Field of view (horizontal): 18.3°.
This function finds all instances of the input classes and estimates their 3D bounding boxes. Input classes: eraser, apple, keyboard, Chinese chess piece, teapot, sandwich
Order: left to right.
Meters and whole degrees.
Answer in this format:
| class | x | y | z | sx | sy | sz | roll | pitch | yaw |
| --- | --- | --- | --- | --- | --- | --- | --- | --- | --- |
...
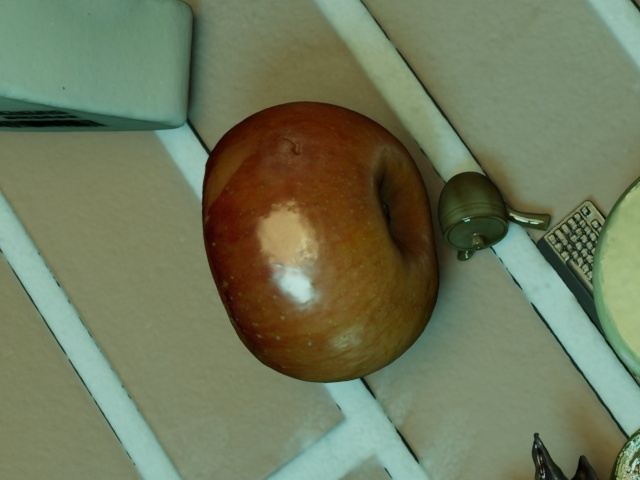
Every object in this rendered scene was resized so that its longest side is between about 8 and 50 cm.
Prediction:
| class | x | y | z | sx | sy | sz | roll | pitch | yaw |
| --- | --- | --- | --- | --- | --- | --- | --- | --- | --- |
| eraser | -0.335 | -0.195 | 2.082 | 0.331 | 0.331 | 0.150 | 3 | 87 | 19 |
| apple | 0.000 | 0.000 | 1.922 | 0.206 | 0.251 | 0.272 | -14 | 67 | 18 |
| teapot | 0.171 | -0.022 | 1.975 | 0.110 | 0.085 | 0.080 | -3 | 58 | -9 |
| keyboard | 0.293 | 0.057 | 1.937 | 0.074 | 0.015 | 0.196 | -39 | 74 | 12 |
| sandwich | 0.326 | 0.208 | 1.903 | 0.135 | 0.029 | 0.067 | -39 | 73 | 12 |
| Chinese chess piece | 0.380 | 0.035 | 1.854 | 0.250 | 0.101 | 0.250 | -2 | 81 | 14 |

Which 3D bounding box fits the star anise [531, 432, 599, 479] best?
| class | x | y | z | sx | sy | sz | roll | pitch | yaw |
| --- | --- | --- | --- | --- | --- | --- | --- | --- | --- |
| star anise | 0.273 | 0.301 | 1.833 | 0.282 | 0.129 | 0.212 | 17 | 93 | 31 |
